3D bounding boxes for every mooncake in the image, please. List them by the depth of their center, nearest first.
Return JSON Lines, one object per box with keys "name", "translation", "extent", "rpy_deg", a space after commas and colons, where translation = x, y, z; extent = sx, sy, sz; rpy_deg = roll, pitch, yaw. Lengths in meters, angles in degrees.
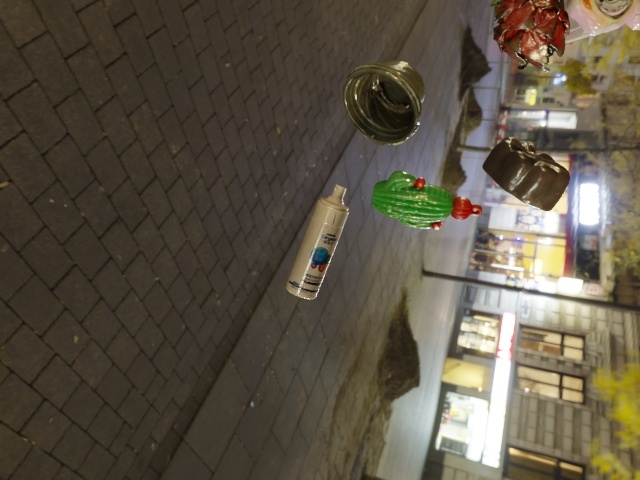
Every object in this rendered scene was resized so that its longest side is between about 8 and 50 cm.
{"name": "mooncake", "translation": [0.753, -0.248, 1.739], "extent": [0.306, 0.306, 0.154], "rpy_deg": [-43, 162, -58]}

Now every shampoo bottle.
{"name": "shampoo bottle", "translation": [0.000, 0.000, 1.242], "extent": [0.092, 0.092, 0.303], "rpy_deg": [-10, 124, -68]}

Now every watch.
{"name": "watch", "translation": [0.715, -0.619, 1.245], "extent": [0.217, 0.248, 0.210], "rpy_deg": [-126, -160, -83]}

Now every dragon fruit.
{"name": "dragon fruit", "translation": [0.521, -0.531, 1.182], "extent": [0.189, 0.182, 0.182], "rpy_deg": [25, 74, -48]}

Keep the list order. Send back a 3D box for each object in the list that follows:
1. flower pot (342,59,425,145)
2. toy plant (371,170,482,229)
{"name": "flower pot", "translation": [0.187, -0.383, 1.266], "extent": [0.140, 0.235, 0.235], "rpy_deg": [-47, 143, -30]}
{"name": "toy plant", "translation": [0.236, -0.081, 1.115], "extent": [0.154, 0.240, 0.088], "rpy_deg": [129, -20, -52]}
